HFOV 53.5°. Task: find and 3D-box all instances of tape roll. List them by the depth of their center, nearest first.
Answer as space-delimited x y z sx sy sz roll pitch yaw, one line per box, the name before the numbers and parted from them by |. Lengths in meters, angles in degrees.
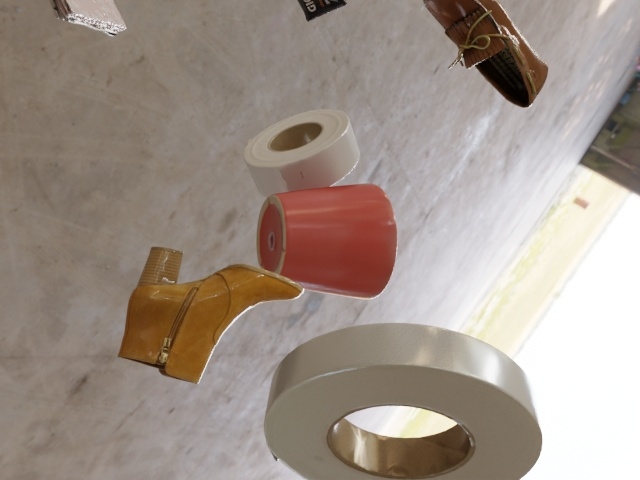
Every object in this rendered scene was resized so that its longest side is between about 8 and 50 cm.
tape roll | 0.112 0.264 0.911 0.072 0.391 0.392 -81 -176 -45
tape roll | -0.048 -0.221 1.606 0.286 0.286 0.100 -43 129 -31

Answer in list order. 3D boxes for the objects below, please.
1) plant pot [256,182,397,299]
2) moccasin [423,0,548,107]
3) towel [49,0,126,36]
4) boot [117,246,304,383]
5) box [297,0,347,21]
plant pot | 0.000 0.000 1.414 0.243 0.275 0.275 1 131 -23
moccasin | 0.379 -0.454 1.485 0.380 0.139 0.147 40 60 -28
towel | -0.595 -0.634 1.459 0.053 0.317 0.332 -26 -171 8
boot | -0.183 0.142 1.095 0.104 0.295 0.211 148 -47 -67
box | -0.048 -0.504 0.860 0.293 0.073 0.296 55 29 -44
